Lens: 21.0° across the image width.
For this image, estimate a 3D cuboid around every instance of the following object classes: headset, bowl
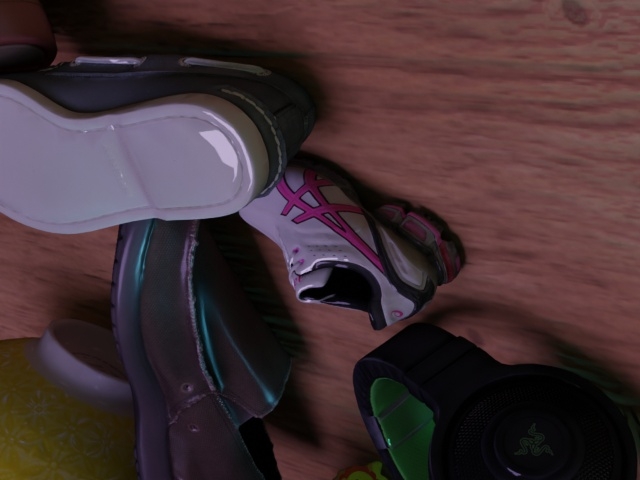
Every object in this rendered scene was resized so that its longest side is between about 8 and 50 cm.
[{"bbox_3d":[0.176,0.183,1.137,0.394,0.185,0.243,38,156,49],"label":"headset"},{"bbox_3d":[-0.223,0.164,1.545,0.289,0.289,0.156,34,105,25],"label":"bowl"}]

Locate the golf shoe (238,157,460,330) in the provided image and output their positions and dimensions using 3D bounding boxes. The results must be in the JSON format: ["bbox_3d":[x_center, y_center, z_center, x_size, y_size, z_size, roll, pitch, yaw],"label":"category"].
[{"bbox_3d":[0.000,0.000,1.167,0.186,0.086,0.067,24,143,39],"label":"golf shoe"}]

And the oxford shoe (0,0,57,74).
[{"bbox_3d":[-0.308,-0.170,1.375,0.397,0.140,0.146,-20,82,60],"label":"oxford shoe"}]

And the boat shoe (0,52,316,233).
[{"bbox_3d":[-0.141,-0.076,1.211,0.319,0.099,0.116,4,120,39],"label":"boat shoe"}]

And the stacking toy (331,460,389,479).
[{"bbox_3d":[0.064,0.290,1.447,0.221,0.052,0.167,48,150,0],"label":"stacking toy"}]

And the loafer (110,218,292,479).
[{"bbox_3d":[-0.088,0.075,1.363,0.130,0.134,0.366,-2,131,1],"label":"loafer"}]
